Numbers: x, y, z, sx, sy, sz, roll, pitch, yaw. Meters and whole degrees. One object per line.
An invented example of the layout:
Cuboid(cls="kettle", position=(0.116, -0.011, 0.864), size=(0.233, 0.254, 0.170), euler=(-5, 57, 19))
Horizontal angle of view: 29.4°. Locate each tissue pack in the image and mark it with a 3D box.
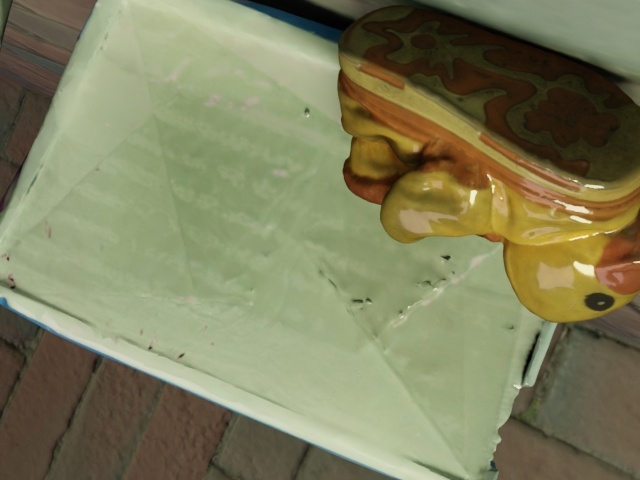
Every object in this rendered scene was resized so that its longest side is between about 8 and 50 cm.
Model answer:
Cuboid(cls="tissue pack", position=(0.000, 0.000, 0.539), size=(0.198, 0.146, 0.263), euler=(23, 178, 6))

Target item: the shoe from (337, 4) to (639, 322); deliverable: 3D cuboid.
Cuboid(cls="shoe", position=(0.053, -0.024, 0.362), size=(0.109, 0.072, 0.069), euler=(20, 140, 9))

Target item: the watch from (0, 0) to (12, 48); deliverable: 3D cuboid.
Cuboid(cls="watch", position=(-0.251, -0.118, 0.501), size=(0.241, 0.162, 0.253), euler=(17, 180, -2))
